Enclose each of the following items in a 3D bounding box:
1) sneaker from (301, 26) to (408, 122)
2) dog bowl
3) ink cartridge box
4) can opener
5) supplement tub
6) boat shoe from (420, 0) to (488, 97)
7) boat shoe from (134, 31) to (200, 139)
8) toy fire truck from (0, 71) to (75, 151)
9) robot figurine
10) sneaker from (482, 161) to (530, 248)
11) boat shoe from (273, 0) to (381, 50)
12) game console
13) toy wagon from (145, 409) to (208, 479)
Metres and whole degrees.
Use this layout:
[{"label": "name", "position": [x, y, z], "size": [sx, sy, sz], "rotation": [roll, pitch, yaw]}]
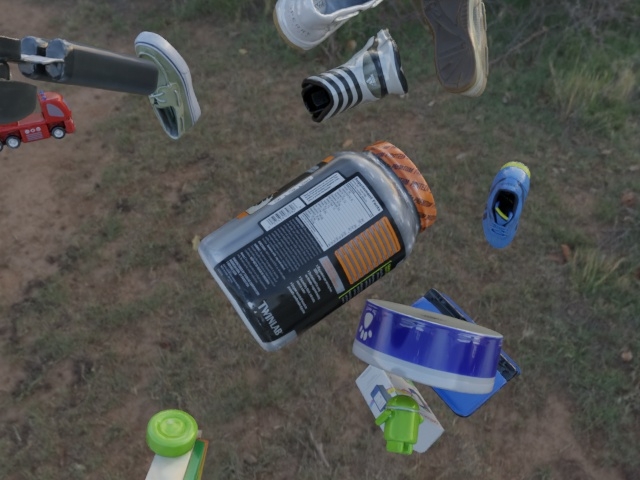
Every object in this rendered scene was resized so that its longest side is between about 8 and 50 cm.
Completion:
[{"label": "sneaker", "position": [0.075, -0.429, 1.483], "size": [0.258, 0.169, 0.447], "rotation": [-15, 17, 9]}, {"label": "dog bowl", "position": [0.198, 0.192, 1.068], "size": [0.265, 0.265, 0.104], "rotation": [14, 89, 17]}, {"label": "ink cartridge box", "position": [0.206, 0.435, 1.508], "size": [0.093, 0.154, 0.212], "rotation": [-50, 31, 12]}, {"label": "can opener", "position": [-0.287, -0.177, 0.615], "size": [0.074, 0.093, 0.280], "rotation": [14, 17, 19]}, {"label": "supplement tub", "position": [0.000, 0.000, 0.835], "size": [0.316, 0.193, 0.193], "rotation": [-34, 52, -11]}, {"label": "boat shoe", "position": [0.303, -0.485, 1.262], "size": [0.122, 0.341, 0.110], "rotation": [-5, -2, 39]}, {"label": "boat shoe", "position": [-0.364, -0.357, 1.363], "size": [0.109, 0.302, 0.094], "rotation": [15, 66, 16]}, {"label": "toy fire truck", "position": [-0.463, -0.198, 0.810], "size": [0.192, 0.135, 0.047], "rotation": [-19, 37, -22]}, {"label": "robot figurine", "position": [0.159, 0.357, 1.121], "size": [0.101, 0.067, 0.115], "rotation": [20, 67, -29]}, {"label": "sneaker", "position": [0.333, -0.046, 1.055], "size": [0.069, 0.209, 0.082], "rotation": [19, 53, 19]}, {"label": "boat shoe", "position": [0.059, -0.348, 0.735], "size": [0.277, 0.098, 0.096], "rotation": [-51, 24, -21]}, {"label": "game console", "position": [0.339, 0.282, 1.461], "size": [0.173, 0.250, 0.293], "rotation": [-46, 65, 8]}, {"label": "toy wagon", "position": [-0.195, 0.367, 0.611], "size": [0.068, 0.267, 0.344], "rotation": [13, 27, -4]}]
